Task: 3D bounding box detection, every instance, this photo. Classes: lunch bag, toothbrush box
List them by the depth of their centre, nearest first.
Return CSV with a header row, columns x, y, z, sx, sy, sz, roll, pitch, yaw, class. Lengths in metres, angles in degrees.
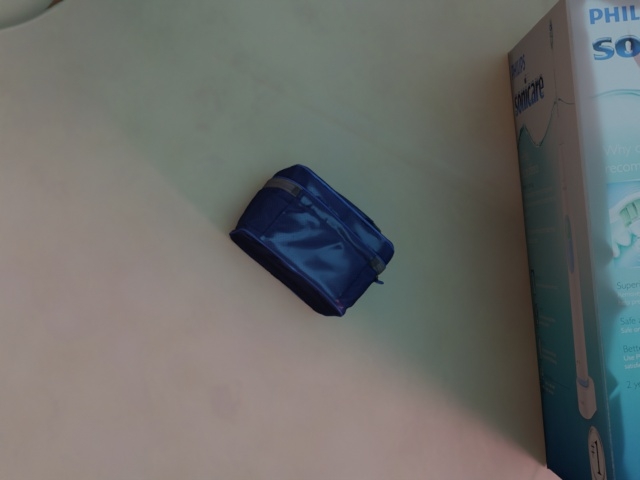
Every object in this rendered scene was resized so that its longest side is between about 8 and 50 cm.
x,y,z,sx,sy,sz,roll,pitch,yaw,class
0.201,0.005,0.840,0.126,0.216,0.295,-6,88,-1,toothbrush box
0.000,0.000,0.868,0.098,0.067,0.065,41,78,-12,lunch bag
